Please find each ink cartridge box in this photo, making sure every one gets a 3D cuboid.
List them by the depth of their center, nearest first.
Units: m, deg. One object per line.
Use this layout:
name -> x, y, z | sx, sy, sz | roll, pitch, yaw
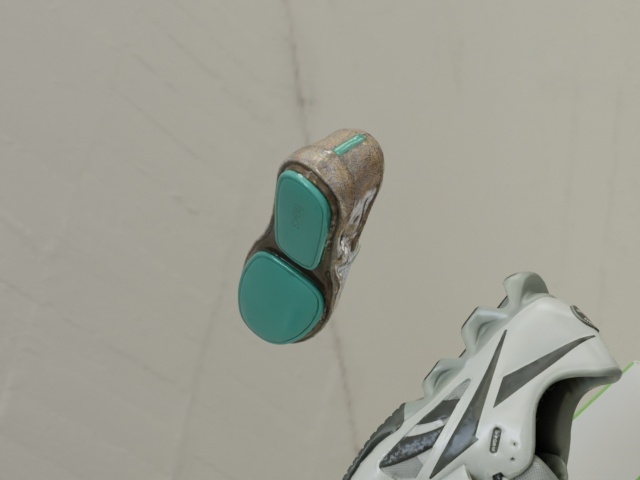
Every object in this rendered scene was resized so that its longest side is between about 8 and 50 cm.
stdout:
ink cartridge box -> 0.356, 0.276, 1.545 | 0.198, 0.115, 0.273 | -44, -32, 3

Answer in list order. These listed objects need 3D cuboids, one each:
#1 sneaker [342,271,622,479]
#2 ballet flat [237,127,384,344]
sneaker -> 0.133, 0.198, 1.171 | 0.122, 0.146, 0.330 | 20, -72, -51
ballet flat -> 0.000, 0.000, 1.271 | 0.106, 0.107, 0.316 | -44, -10, -29
